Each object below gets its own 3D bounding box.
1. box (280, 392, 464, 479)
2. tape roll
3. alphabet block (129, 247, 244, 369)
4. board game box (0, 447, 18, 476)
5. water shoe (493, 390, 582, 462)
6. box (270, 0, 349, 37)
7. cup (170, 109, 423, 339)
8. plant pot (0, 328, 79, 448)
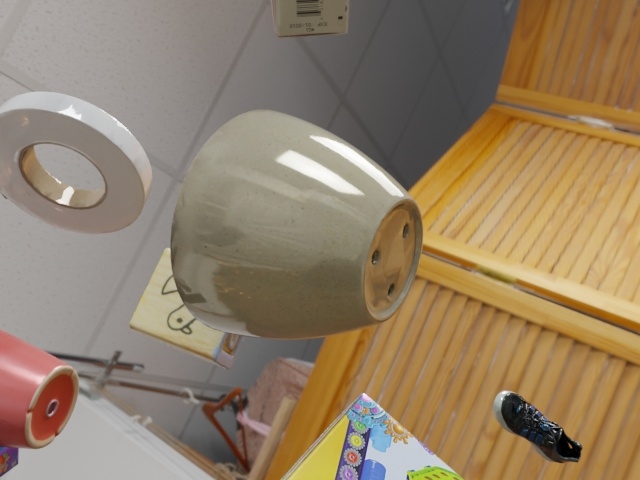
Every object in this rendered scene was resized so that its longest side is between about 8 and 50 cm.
[{"bbox_3d":[0.033,0.310,0.358,0.177,0.279,0.290,-33,-23,-47],"label":"box"},{"bbox_3d":[-0.600,-0.170,1.399,0.392,0.391,0.072,77,-163,-45],"label":"tape roll"},{"bbox_3d":[-0.265,0.154,1.286,0.193,0.197,0.192,88,-159,-70],"label":"alphabet block"},{"bbox_3d":[-0.913,0.534,1.332,0.347,0.233,0.078,-35,-41,-63],"label":"board game box"},{"bbox_3d":[0.412,0.347,1.105,0.203,0.080,0.073,39,-118,-18],"label":"water shoe"},{"bbox_3d":[-0.029,-0.473,1.010,0.149,0.126,0.232,89,173,-46],"label":"box"},{"bbox_3d":[0.000,0.000,0.810,0.331,0.237,0.331,-31,-52,-50],"label":"cup"},{"bbox_3d":[-0.727,0.357,1.372,0.275,0.243,0.275,13,-90,-81],"label":"plant pot"}]
